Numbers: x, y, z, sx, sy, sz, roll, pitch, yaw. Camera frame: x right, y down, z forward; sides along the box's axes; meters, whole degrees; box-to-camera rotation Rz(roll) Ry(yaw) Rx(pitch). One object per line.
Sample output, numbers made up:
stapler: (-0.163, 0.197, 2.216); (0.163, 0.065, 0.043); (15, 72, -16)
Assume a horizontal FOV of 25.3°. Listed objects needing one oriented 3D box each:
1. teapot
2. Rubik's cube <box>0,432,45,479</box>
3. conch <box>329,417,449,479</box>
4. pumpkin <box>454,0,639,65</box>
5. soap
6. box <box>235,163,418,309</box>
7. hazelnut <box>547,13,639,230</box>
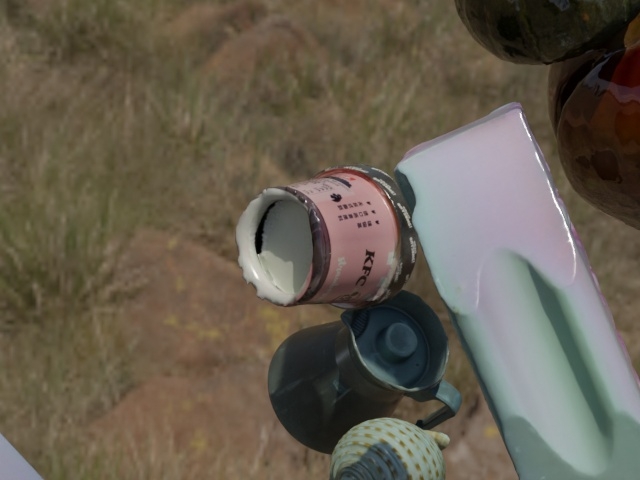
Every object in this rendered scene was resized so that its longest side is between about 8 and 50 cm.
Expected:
teapot: (0.060, 0.168, 1.753); (0.203, 0.225, 0.171); (37, 55, -8)
Rubik's cube: (-0.343, 0.371, 1.227); (0.387, 0.358, 0.368); (40, 32, 26)
conch: (0.074, 0.252, 1.499); (0.153, 0.135, 0.102); (12, 36, -32)
pumpkin: (0.250, -0.279, 1.525); (0.224, 0.157, 0.223); (-21, 36, 16)
soap: (0.164, 0.067, 1.063); (0.109, 0.323, 0.193); (-22, 4, 11)
box: (0.000, 0.000, 1.442); (0.151, 0.151, 0.135); (31, 24, 35)
hazelnut: (0.457, -0.156, 1.654); (0.409, 0.359, 0.359); (0, 20, 40)
